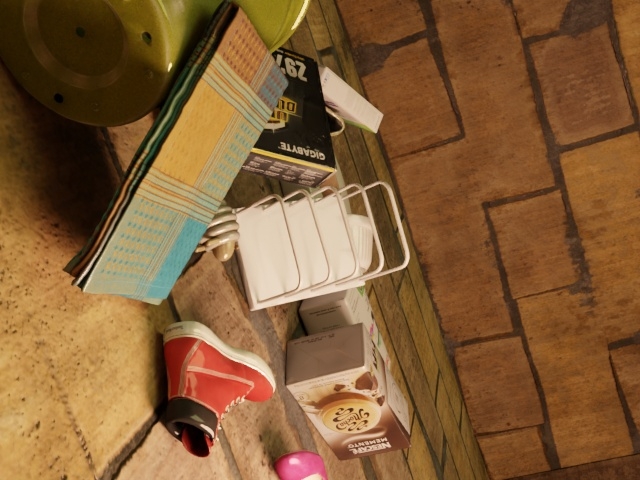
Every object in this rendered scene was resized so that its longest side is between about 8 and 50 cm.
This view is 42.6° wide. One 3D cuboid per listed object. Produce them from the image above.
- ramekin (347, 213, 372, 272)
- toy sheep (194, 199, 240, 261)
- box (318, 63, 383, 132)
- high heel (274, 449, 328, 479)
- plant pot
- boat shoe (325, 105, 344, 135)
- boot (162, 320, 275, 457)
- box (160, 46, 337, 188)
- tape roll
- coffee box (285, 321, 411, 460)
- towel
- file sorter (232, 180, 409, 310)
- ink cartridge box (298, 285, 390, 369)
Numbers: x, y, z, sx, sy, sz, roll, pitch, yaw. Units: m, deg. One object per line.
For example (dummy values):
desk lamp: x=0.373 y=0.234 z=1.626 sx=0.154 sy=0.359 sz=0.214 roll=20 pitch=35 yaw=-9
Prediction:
ramekin: x=0.018 y=0.017 z=1.791 sx=0.207 sy=0.207 sz=0.109 roll=32 pitch=52 yaw=-68
toy sheep: x=-0.179 y=-0.028 z=1.351 sx=0.091 sy=0.091 sz=0.132 roll=-3 pitch=72 yaw=-75
box: x=-0.015 y=-0.356 z=1.942 sx=0.322 sy=0.232 sz=0.058 roll=25 pitch=88 yaw=-61
high heel: x=-0.019 y=0.452 z=1.435 sx=0.244 sy=0.082 sz=0.117 roll=75 pitch=-2 yaw=-54
plant pot: x=-0.228 y=-0.327 z=1.055 sx=0.366 sy=0.366 sz=0.353 roll=66 pitch=28 yaw=-27
boat shoe: x=-0.062 y=-0.290 z=1.825 sx=0.302 sy=0.103 sz=0.113 roll=2 pitch=100 yaw=-52
boot: x=-0.145 y=0.241 z=1.195 sx=0.244 sy=0.088 sz=0.176 roll=41 pitch=36 yaw=-50
box: x=-0.132 y=-0.247 z=1.465 sx=0.322 sy=0.079 sz=0.257 roll=12 pitch=56 yaw=-37
tape roll: x=-0.012 y=-0.138 z=2.089 sx=0.392 sy=0.072 sz=0.392 roll=-16 pitch=90 yaw=-76
coffee box: x=0.063 y=0.319 z=1.695 sx=0.119 sy=0.168 sz=0.297 roll=-90 pitch=158 yaw=-46
towel: x=-0.168 y=-0.093 z=1.041 sx=0.370 sy=0.040 sz=0.271 roll=-61 pitch=167 yaw=-3
file sorter: x=0.000 y=0.000 z=1.547 sx=0.277 sy=0.173 sz=0.193 roll=-10 pitch=82 yaw=-38
ink cartridge box: x=0.063 y=0.225 z=1.887 sx=0.201 sy=0.117 sz=0.278 roll=-67 pitch=139 yaw=-67
